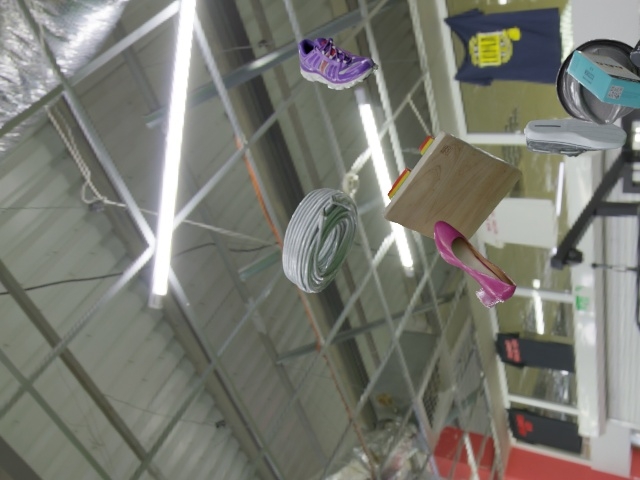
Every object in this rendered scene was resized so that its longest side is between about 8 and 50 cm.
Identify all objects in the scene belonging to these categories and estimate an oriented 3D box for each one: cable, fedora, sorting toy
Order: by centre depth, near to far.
[{"bbox_3d":[0.000,0.000,1.576,0.257,0.089,0.257,-3,-65,-66],"label":"cable"},{"bbox_3d":[0.318,-0.134,1.624,0.255,0.089,0.257,20,-60,-26],"label":"sorting toy"},{"bbox_3d":[0.789,-0.421,1.823,0.124,0.243,0.275,-67,-33,-46],"label":"fedora"}]

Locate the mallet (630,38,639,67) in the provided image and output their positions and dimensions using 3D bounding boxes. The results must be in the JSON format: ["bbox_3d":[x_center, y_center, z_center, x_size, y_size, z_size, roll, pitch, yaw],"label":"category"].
[{"bbox_3d":[0.474,-0.272,0.844,0.062,0.039,0.189,-52,5,0],"label":"mallet"}]

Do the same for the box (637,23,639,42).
[{"bbox_3d":[0.931,-0.567,1.660,0.119,0.181,0.182,29,-115,-25],"label":"box"}]

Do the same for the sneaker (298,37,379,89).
[{"bbox_3d":[0.019,-0.290,1.048,0.068,0.170,0.071,-42,-47,-25],"label":"sneaker"}]

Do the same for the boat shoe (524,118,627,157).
[{"bbox_3d":[0.893,-0.356,2.293,0.121,0.335,0.119,-62,-29,-34],"label":"boat shoe"}]

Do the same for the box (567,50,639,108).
[{"bbox_3d":[0.711,-0.405,1.620,0.244,0.100,0.060,-91,11,-59],"label":"box"}]

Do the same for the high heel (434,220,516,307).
[{"bbox_3d":[0.354,0.038,1.498,0.082,0.117,0.244,-20,-110,-25],"label":"high heel"}]
